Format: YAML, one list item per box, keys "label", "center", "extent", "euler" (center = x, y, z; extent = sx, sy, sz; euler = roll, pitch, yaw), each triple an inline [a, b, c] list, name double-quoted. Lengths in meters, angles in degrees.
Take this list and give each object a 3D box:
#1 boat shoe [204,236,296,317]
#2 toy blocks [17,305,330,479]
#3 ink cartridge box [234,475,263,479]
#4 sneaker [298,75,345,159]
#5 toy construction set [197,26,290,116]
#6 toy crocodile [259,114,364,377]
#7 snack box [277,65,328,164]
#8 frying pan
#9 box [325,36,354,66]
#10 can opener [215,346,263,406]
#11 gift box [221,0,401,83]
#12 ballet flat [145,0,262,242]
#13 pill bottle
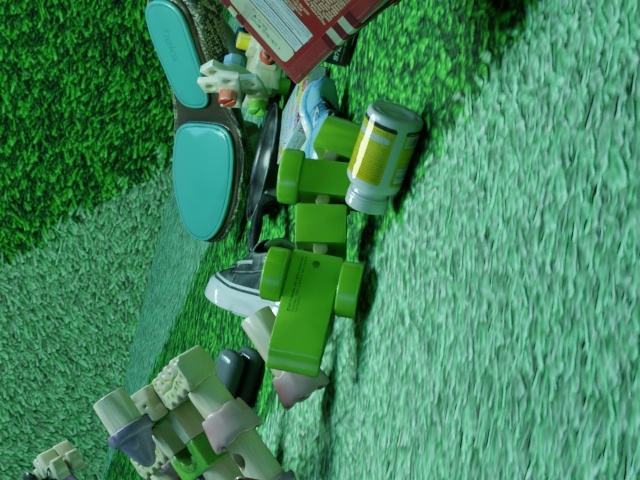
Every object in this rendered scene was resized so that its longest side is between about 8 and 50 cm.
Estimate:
- label: "boat shoe"
  center: [-0.057, 0.057, 1.833]
  extent: [0.335, 0.121, 0.119]
  euler: [11, 81, 66]
- label: "toy blocks"
  center: [-0.142, 0.290, 1.640]
  extent: [0.260, 0.309, 0.288]
  euler: [56, 144, 9]
- label: "ink cartridge box"
  center: [-0.062, 0.346, 1.481]
  extent: [0.231, 0.134, 0.078]
  euler: [118, 161, -52]
- label: "sneaker"
  center: [0.014, -0.159, 1.844]
  extent: [0.073, 0.063, 0.162]
  euler: [-38, 42, 43]
- label: "toy construction set"
  center: [-0.092, -0.335, 2.251]
  extent: [0.327, 0.151, 0.215]
  euler: [-68, 9, -25]
- label: "toy crocodile"
  center: [0.000, 0.000, 1.601]
  extent: [0.105, 0.115, 0.340]
  euler: [85, -167, -65]
- label: "snack box"
  center: [-0.028, -0.188, 2.056]
  extent: [0.141, 0.037, 0.100]
  euler: [123, 157, -58]
- label: "frying pan"
  center: [-0.077, -0.107, 2.137]
  extent: [0.326, 0.053, 0.197]
  euler: [-114, 37, -73]
- label: "box"
  center: [0.021, -0.358, 1.976]
  extent: [0.220, 0.051, 0.175]
  euler: [-115, 40, -70]
- label: "can opener"
  center: [-0.140, 0.302, 2.055]
  extent: [0.095, 0.076, 0.283]
  euler: [36, 117, 41]
- label: "gift box"
  center: [0.012, -0.344, 1.352]
  extent: [0.258, 0.255, 0.276]
  euler: [-44, 9, -34]
- label: "ballet flat"
  center: [-0.184, -0.239, 2.410]
  extent: [0.182, 0.164, 0.483]
  euler: [-35, -54, -45]
- label: "pill bottle"
  center: [0.067, -0.089, 1.499]
  extent: [0.065, 0.065, 0.116]
  euler: [-103, 29, -62]
